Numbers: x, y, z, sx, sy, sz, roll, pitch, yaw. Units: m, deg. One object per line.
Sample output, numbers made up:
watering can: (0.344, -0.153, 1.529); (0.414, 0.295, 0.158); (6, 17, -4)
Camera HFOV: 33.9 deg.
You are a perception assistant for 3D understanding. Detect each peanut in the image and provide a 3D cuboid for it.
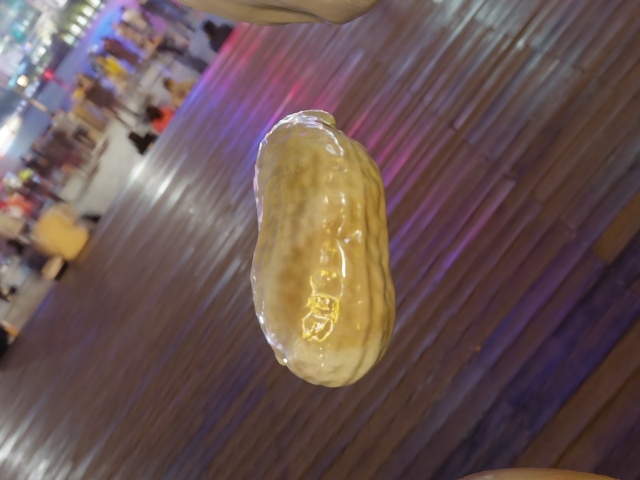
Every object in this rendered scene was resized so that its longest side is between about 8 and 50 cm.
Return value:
peanut: (0.003, -0.002, 1.172); (0.174, 0.158, 0.340); (109, 163, -69)

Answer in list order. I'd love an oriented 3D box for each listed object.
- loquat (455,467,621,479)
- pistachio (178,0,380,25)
loquat: (0.151, 0.278, 0.685); (0.263, 0.263, 0.263); (-48, 19, 23)
pistachio: (-0.058, -0.271, 0.715); (0.226, 0.331, 0.208); (-53, 33, 21)
